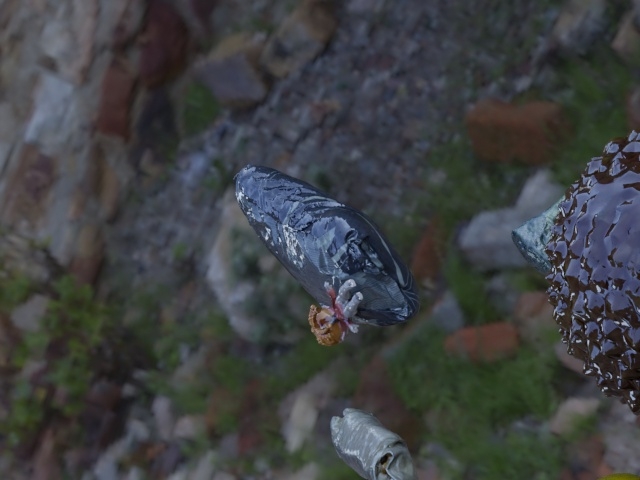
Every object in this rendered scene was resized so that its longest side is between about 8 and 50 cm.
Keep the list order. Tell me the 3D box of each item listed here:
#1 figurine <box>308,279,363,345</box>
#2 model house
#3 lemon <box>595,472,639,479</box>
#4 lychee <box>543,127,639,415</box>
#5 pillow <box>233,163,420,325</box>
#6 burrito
[{"bbox_3d":[0.017,0.074,1.587,0.064,0.047,0.109,61,155,18],"label":"figurine"},{"bbox_3d":[0.244,-0.001,1.529,0.083,0.079,0.066,-33,-7,-8],"label":"model house"},{"bbox_3d":[0.233,0.219,1.219,0.092,0.065,0.065,-26,40,10],"label":"lemon"},{"bbox_3d":[0.304,0.035,1.233,0.267,0.267,0.268,-41,37,41],"label":"lychee"},{"bbox_3d":[0.000,0.000,1.712,0.092,0.161,0.335,-36,27,-10],"label":"pillow"},{"bbox_3d":[0.061,0.239,1.721,0.059,0.082,0.275,-31,4,-8],"label":"burrito"}]
